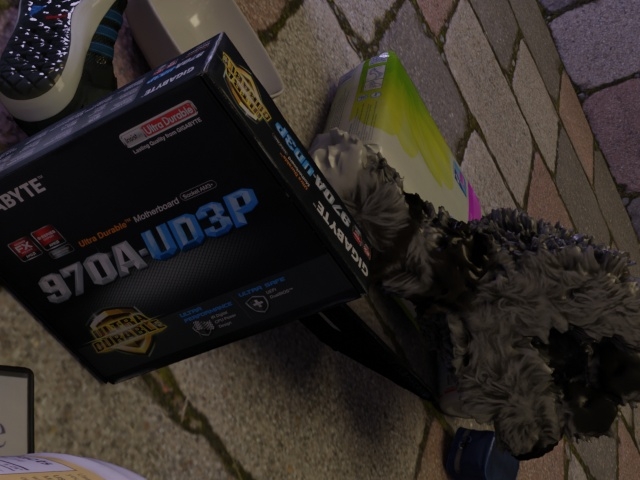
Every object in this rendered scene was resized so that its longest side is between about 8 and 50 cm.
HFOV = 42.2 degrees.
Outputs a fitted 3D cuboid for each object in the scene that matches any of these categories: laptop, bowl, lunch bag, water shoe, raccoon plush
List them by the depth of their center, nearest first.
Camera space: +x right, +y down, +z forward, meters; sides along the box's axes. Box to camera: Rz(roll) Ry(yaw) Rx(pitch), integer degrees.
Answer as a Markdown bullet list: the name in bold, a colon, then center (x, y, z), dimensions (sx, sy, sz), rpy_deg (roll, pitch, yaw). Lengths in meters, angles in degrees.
- **water shoe**: center (-0.190, -0.147, 0.634), dimensions (0.080, 0.073, 0.203), rpy_deg (81, 14, -48)
- **bowl**: center (-0.111, -0.174, 0.760), dimensions (0.142, 0.053, 0.142), rpy_deg (59, 31, 3)
- **laptop**: center (0.000, 0.000, 0.785), dimensions (0.136, 0.264, 0.234), rpy_deg (-54, 129, -12)
- **raccoon plush**: center (0.186, 0.022, 0.899), dimensions (0.446, 0.216, 0.299), rpy_deg (52, 9, -6)
- **lunch bag**: center (0.201, 0.281, 1.050), dimensions (0.098, 0.065, 0.067), rpy_deg (52, 50, -34)

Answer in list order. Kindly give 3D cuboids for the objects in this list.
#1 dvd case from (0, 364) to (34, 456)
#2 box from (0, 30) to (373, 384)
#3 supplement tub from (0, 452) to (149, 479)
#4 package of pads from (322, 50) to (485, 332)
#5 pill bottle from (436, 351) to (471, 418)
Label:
- **dvd case**: center (-0.222, 0.182, 0.421), dimensions (0.180, 0.022, 0.253), rpy_deg (21, 56, -54)
- **box**: center (-0.102, -0.006, 0.527), dimensions (0.175, 0.220, 0.051), rpy_deg (55, 28, -29)
- **supplement tub**: center (-0.155, 0.191, 0.258), dimensions (0.331, 0.241, 0.241), rpy_deg (20, 58, -55)
- **package of pads**: center (0.109, -0.053, 1.037), dimensions (0.296, 0.101, 0.229), rpy_deg (54, 31, -29)
- **pill bottle**: center (0.196, 0.146, 1.092), dimensions (0.087, 0.087, 0.160), rpy_deg (38, 44, -46)
